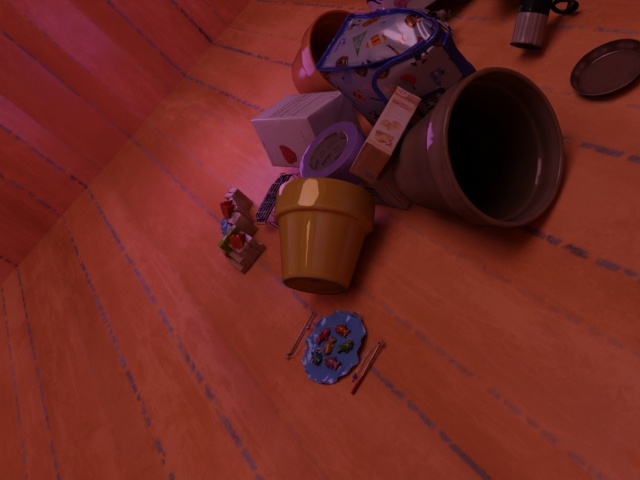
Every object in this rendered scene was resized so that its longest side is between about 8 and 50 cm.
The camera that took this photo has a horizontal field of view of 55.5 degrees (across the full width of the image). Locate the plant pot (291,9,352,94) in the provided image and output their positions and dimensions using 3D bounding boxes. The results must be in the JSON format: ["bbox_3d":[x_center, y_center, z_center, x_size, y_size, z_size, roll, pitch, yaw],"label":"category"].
[{"bbox_3d":[0.040,-0.565,1.978,0.203,0.291,0.290,-20,42,58],"label":"plant pot"}]

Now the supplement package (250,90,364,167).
[{"bbox_3d":[-0.041,-0.337,1.871,0.175,0.177,0.293,-41,30,-27],"label":"supplement package"}]

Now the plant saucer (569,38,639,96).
[{"bbox_3d":[0.653,-0.384,1.374,0.168,0.029,0.168,-27,40,25],"label":"plant saucer"}]

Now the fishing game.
[{"bbox_3d":[0.025,0.242,1.422,0.264,0.041,0.189,20,75,52],"label":"fishing game"}]

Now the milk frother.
[{"bbox_3d":[0.576,-0.561,1.567,0.143,0.129,0.134,14,103,20],"label":"milk frother"}]

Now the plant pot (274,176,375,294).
[{"bbox_3d":[0.000,0.000,1.516,0.254,0.254,0.239,-9,65,41],"label":"plant pot"}]

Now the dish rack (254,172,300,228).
[{"bbox_3d":[-0.077,-0.117,1.833,0.272,0.074,0.208,2,57,48],"label":"dish rack"}]

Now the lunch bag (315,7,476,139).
[{"bbox_3d":[0.233,-0.414,1.574,0.385,0.328,0.238,16,73,49],"label":"lunch bag"}]

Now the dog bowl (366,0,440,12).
[{"bbox_3d":[0.316,-0.885,2.010,0.408,0.150,0.408,-31,27,18],"label":"dog bowl"}]

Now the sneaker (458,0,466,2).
[{"bbox_3d":[0.503,-0.820,1.895,0.186,0.069,0.083,-16,47,33],"label":"sneaker"}]

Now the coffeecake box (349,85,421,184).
[{"bbox_3d":[0.152,-0.248,1.442,0.185,0.068,0.142,-61,0,-26],"label":"coffeecake box"}]

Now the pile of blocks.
[{"bbox_3d":[-0.286,-0.047,1.941,0.149,0.112,0.362,-38,37,13],"label":"pile of blocks"}]

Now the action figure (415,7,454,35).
[{"bbox_3d":[0.293,-0.593,1.860,0.285,0.099,0.185,-47,44,9],"label":"action figure"}]

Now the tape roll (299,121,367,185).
[{"bbox_3d":[0.042,-0.209,1.571,0.189,0.080,0.189,-28,40,27],"label":"tape roll"}]

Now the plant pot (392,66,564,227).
[{"bbox_3d":[0.312,-0.182,1.335,0.323,0.323,0.280,-60,22,-16],"label":"plant pot"}]

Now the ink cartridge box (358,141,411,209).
[{"bbox_3d":[0.167,-0.176,1.589,0.176,0.127,0.128,18,70,51],"label":"ink cartridge box"}]
